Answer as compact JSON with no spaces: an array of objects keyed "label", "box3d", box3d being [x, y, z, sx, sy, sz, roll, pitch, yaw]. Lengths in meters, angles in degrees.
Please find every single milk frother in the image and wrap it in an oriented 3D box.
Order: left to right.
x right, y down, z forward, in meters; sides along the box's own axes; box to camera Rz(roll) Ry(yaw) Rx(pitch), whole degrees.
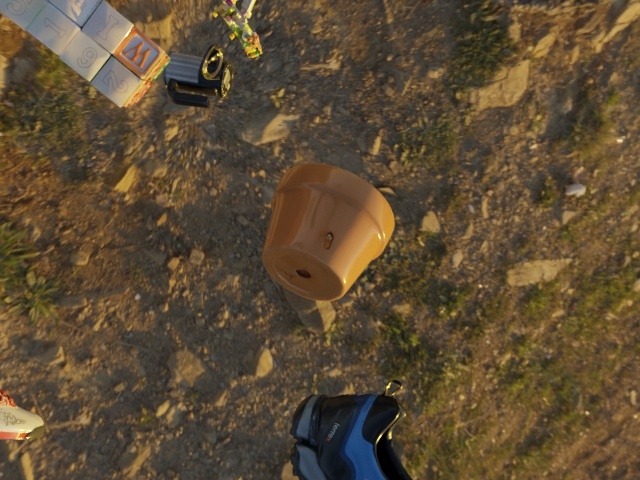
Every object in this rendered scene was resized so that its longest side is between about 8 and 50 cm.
[{"label":"milk frother","box3d":[-0.268,-0.370,1.192,0.134,0.129,0.143,10,135,4]}]

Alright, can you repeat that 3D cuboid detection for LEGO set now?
[{"label":"LEGO set","box3d":[-0.149,-0.485,1.180,0.132,0.107,0.287,-26,153,-29]}]

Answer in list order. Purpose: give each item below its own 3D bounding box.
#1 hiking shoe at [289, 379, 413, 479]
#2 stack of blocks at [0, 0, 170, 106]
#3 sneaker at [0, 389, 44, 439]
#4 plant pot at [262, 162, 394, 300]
[{"label":"hiking shoe","box3d":[0.055,0.315,0.600,0.132,0.113,0.304,-14,83,19]},{"label":"stack of blocks","box3d":[-0.337,-0.301,0.698,0.297,0.171,0.087,39,94,-18]},{"label":"sneaker","box3d":[-0.547,0.229,0.874,0.270,0.090,0.145,28,64,-46]},{"label":"plant pot","box3d":[0.000,0.000,1.259,0.290,0.291,0.204,37,56,-18]}]
